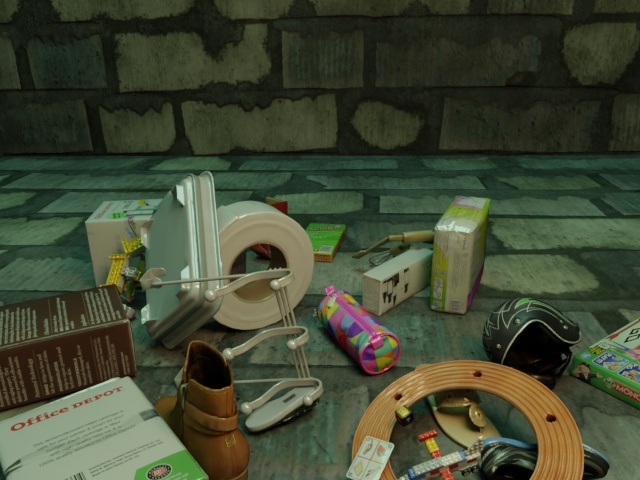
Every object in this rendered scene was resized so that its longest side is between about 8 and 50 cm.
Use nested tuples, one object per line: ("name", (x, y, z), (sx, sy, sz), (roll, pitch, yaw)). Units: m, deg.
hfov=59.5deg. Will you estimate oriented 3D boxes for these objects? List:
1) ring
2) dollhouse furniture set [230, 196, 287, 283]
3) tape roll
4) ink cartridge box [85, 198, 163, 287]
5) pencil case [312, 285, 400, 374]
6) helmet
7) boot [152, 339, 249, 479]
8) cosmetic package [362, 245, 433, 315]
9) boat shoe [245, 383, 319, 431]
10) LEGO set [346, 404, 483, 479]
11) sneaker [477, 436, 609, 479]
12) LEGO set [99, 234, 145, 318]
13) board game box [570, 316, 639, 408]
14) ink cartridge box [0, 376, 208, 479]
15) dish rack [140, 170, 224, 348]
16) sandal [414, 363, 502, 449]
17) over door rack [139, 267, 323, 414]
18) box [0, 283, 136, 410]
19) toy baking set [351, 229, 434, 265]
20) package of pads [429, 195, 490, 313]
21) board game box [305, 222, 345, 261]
("ring", (0.211, 0.312, 0.840), (0.336, 0.032, 0.337), (-13, 31, 8))
("dollhouse furniture set", (-0.189, 0.014, 1.533), (0.152, 0.201, 0.374), (11, 18, 28))
("tape roll", (-0.159, 0.056, 1.280), (0.286, 0.286, 0.100), (-12, 24, -26))
("ink cartridge box", (-0.475, 0.003, 1.551), (0.269, 0.197, 0.198), (-3, 21, -5))
("pencil case", (0.073, 0.187, 1.190), (0.104, 0.105, 0.236), (-10, 24, -23))
("helmet", (0.398, 0.189, 1.084), (0.161, 0.170, 0.169), (22, 26, 12))
("boot", (-0.199, 0.253, 0.857), (0.109, 0.220, 0.283), (-13, 24, -28))
("cosmetic package", (0.201, 0.098, 1.417), (0.060, 0.099, 0.239), (20, 29, 37))
("boat shoe", (-0.061, 0.298, 0.976), (0.142, 0.040, 0.049), (-26, 23, -21))
("LEGO set", (0.114, 0.332, 0.777), (0.182, 0.060, 0.244), (7, 38, 30))
("sneaker", (0.331, 0.342, 0.837), (0.188, 0.067, 0.078), (-1, 33, 8))
("LEGO set", (-0.441, 0.061, 1.404), (0.132, 0.107, 0.287), (20, 70, 26))
("board game box", (0.680, 0.240, 1.101), (0.317, 0.046, 0.213), (-15, 25, -33))
("ink cartridge box", (-0.310, 0.336, 0.782), (0.211, 0.122, 0.289), (-16, 25, -34))
("dish rack", (-0.311, 0.037, 1.190), (0.072, 0.285, 0.333), (12, 55, -36))
("sandal", (0.235, 0.270, 0.991), (0.088, 0.079, 0.240), (-7, 22, -17))
("over door rack", (-0.172, 0.173, 0.978), (0.324, 0.240, 0.108), (-2, 21, 29))
("box", (-0.573, 0.215, 1.093), (0.381, 0.143, 0.191), (-9, 23, -25))
("toy baking set", (0.225, 0.025, 1.548), (0.256, 0.197, 0.030), (-3, 65, -15))
("package of pads", (0.360, 0.022, 1.424), (0.101, 0.229, 0.296), (8, 23, 22))
("board game box", (0.000, 0.000, 1.767), (0.124, 0.039, 0.259), (4, 24, 11))
